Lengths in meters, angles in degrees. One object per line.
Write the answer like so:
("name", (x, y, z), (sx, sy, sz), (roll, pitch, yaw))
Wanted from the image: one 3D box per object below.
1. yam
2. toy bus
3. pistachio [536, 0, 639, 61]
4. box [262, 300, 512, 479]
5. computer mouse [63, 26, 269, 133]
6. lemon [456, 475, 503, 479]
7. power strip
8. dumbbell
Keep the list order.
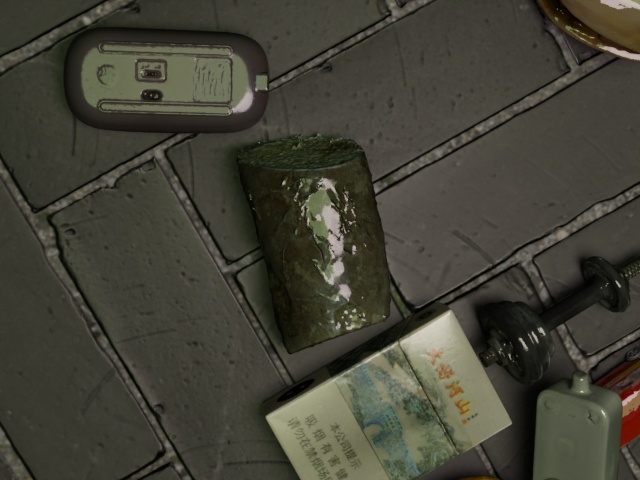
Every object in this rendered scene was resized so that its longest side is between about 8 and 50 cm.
("yam", (0.000, 0.000, 1.036), (0.153, 0.154, 0.255), (-12, 94, -6))
("toy bus", (0.381, 0.204, 1.133), (0.174, 0.077, 0.079), (-35, 98, -3))
("pistachio", (0.353, -0.284, 1.060), (0.206, 0.129, 0.131), (22, 77, -1))
("box", (0.079, 0.210, 1.101), (0.256, 0.069, 0.164), (-30, 98, -3))
("computer mouse", (-0.175, -0.184, 1.039), (0.232, 0.057, 0.120), (0, 95, -4))
("lemon", (0.185, 0.347, 1.106), (0.155, 0.114, 0.114), (-23, 98, -7))
("power strip", (0.305, 0.335, 1.095), (0.062, 0.091, 0.386), (-19, 114, -47))
("dumbbell", (0.303, 0.082, 1.103), (0.254, 0.110, 0.110), (-29, 98, -9))
